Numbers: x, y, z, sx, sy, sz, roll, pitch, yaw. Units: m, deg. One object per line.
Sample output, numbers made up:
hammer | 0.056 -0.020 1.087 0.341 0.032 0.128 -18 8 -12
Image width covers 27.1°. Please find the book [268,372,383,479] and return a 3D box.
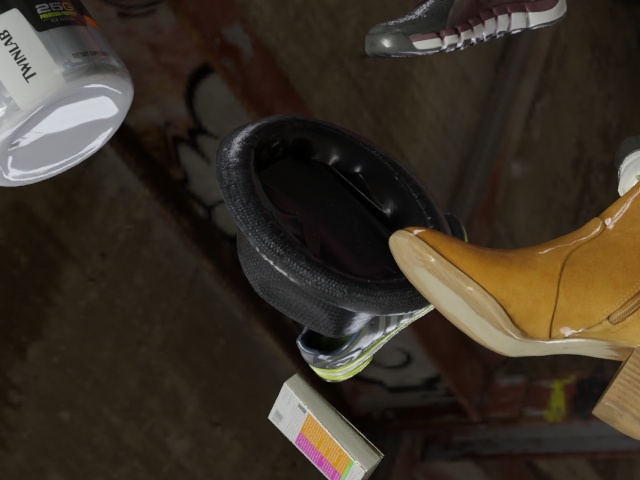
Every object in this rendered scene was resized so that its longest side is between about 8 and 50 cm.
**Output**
book | 0.001 0.239 1.601 0.144 0.096 0.035 44 -125 15

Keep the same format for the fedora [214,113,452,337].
fedora | 0.000 0.000 1.635 0.334 0.152 0.334 16 -139 -14

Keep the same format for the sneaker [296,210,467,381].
sneaker | 0.085 0.076 1.831 0.111 0.300 0.121 44 -175 20

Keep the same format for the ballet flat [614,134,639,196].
ballet flat | 0.472 -0.058 1.809 0.096 0.095 0.280 9 -146 -39

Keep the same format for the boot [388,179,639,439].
boot | 0.231 0.016 1.177 0.211 0.295 0.104 -53 -6 -16

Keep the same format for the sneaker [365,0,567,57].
sneaker | 0.151 -0.301 1.491 0.281 0.106 0.162 -20 -76 -36

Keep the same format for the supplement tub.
supplement tub | -0.379 -0.247 1.512 0.207 0.207 0.338 -13 -117 -55
